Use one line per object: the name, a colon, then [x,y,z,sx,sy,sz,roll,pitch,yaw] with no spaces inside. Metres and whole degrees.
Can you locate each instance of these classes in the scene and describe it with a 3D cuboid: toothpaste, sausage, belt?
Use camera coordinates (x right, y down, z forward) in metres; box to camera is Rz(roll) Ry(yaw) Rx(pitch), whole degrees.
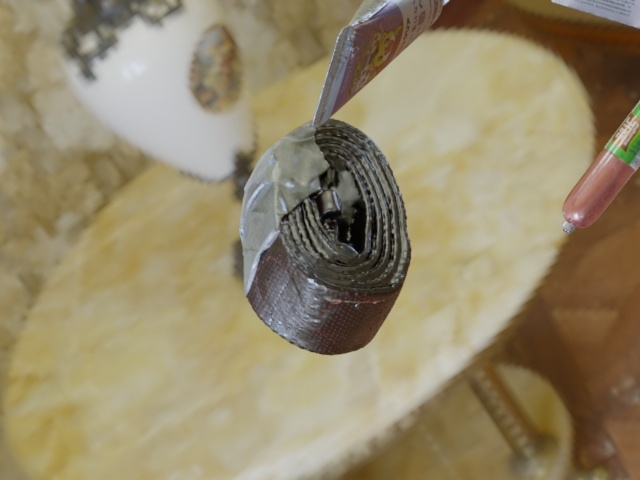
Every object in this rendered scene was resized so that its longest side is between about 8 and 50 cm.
toothpaste: [0.063,-0.217,1.977,0.073,0.114,0.299,26,34,9]
sausage: [0.244,-0.095,1.402,0.223,0.029,0.029,-53,29,3]
belt: [0.000,0.000,2.299,0.164,0.184,0.289,114,159,-44]

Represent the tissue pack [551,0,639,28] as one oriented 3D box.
tissue pack: [0.379,-0.294,2.022,0.246,0.148,0.092,17,32,0]
